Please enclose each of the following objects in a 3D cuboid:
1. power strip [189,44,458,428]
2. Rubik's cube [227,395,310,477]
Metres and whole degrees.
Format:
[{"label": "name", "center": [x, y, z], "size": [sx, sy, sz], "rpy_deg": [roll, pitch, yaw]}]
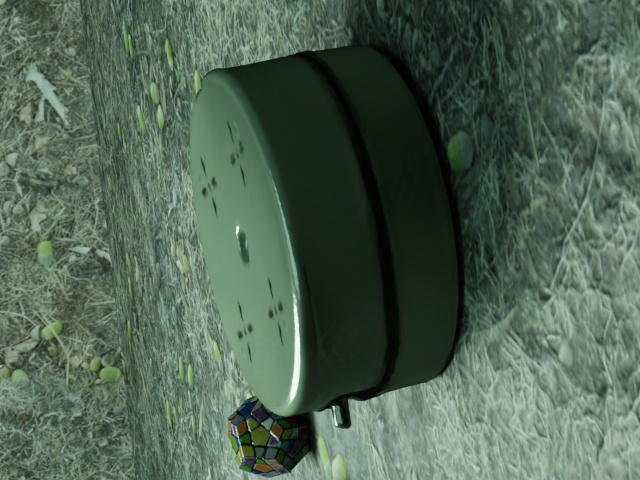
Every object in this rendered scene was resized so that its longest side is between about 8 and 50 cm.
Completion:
[{"label": "power strip", "center": [0.000, 0.000, 1.419], "size": [0.357, 0.161, 0.358], "rpy_deg": [168, 90, -73]}, {"label": "Rubik's cube", "center": [-0.066, 0.247, 1.890], "size": [0.093, 0.111, 0.111], "rpy_deg": [-57, 39, 26]}]
